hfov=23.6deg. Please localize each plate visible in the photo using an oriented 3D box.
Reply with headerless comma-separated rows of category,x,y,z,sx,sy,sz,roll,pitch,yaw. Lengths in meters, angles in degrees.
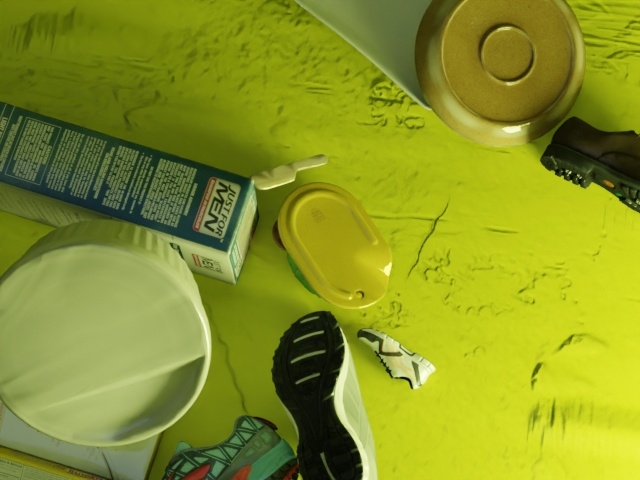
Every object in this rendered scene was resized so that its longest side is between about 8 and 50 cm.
plate,0.134,-0.349,2.052,0.278,0.045,0.277,41,81,9

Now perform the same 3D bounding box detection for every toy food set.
toy food set,0.000,0.000,1.975,0.128,0.071,0.218,-27,80,-29

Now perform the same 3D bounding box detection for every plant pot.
plant pot,0.240,-0.241,1.997,0.236,0.032,0.236,0,90,-12

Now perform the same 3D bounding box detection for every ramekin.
ramekin,-0.261,0.100,1.822,0.273,0.127,0.272,0,115,-1

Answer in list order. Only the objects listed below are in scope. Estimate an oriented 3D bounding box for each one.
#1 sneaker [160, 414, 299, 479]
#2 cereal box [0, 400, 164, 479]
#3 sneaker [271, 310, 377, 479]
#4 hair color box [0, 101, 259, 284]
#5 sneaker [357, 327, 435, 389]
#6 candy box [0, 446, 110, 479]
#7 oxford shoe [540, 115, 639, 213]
sneaker,-0.155,0.315,1.903,0.262,0.104,0.125,-33,62,-10
cereal box,-0.310,0.199,1.940,0.240,0.047,0.173,16,79,4
sneaker,0.010,0.216,1.915,0.100,0.108,0.271,-19,62,15
hair color box,-0.257,-0.059,1.930,0.347,0.174,0.105,18,77,4
sneaker,0.091,0.149,1.949,0.109,0.040,0.043,32,82,8
candy box,-0.338,0.328,1.906,0.206,0.027,0.105,17,101,4
oxford shoe,0.406,-0.095,1.976,0.227,0.083,0.096,28,75,5
